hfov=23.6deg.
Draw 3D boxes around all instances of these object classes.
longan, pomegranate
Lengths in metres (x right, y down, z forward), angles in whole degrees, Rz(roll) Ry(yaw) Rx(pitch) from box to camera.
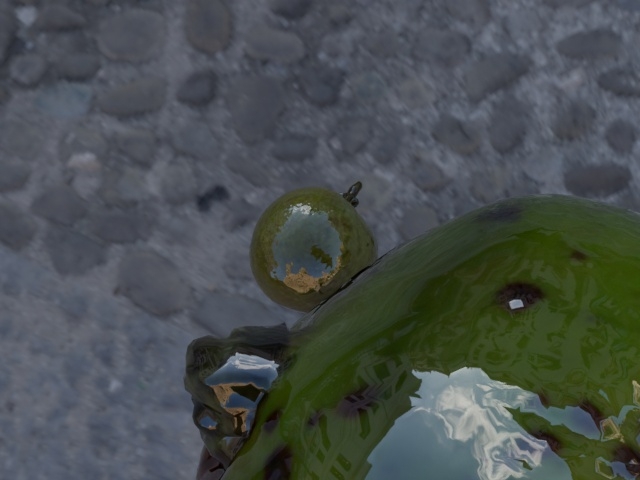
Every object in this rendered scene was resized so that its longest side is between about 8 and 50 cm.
[{"bbox_3d":[0.000,0.000,0.831,0.075,0.075,0.083,22,72,24],"label":"longan"},{"bbox_3d":[0.076,0.089,0.419,0.198,0.246,0.198,-8,80,51],"label":"pomegranate"}]
